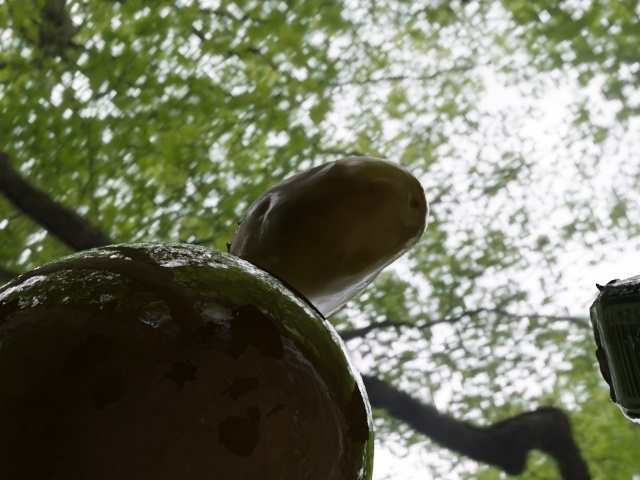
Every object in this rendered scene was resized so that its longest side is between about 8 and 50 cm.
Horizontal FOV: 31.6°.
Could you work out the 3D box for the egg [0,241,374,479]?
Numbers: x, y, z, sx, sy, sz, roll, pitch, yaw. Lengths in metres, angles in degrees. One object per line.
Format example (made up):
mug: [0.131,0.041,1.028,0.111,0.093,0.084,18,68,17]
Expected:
egg: [-0.118,0.126,0.706,0.250,0.322,0.250,4,-95,-53]

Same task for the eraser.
eraser: [0.403,0.092,1.067,0.101,0.332,0.155,-15,-90,-30]

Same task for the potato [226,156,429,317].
potato: [0.000,0.000,1.060,0.146,0.234,0.150,31,-129,-12]
